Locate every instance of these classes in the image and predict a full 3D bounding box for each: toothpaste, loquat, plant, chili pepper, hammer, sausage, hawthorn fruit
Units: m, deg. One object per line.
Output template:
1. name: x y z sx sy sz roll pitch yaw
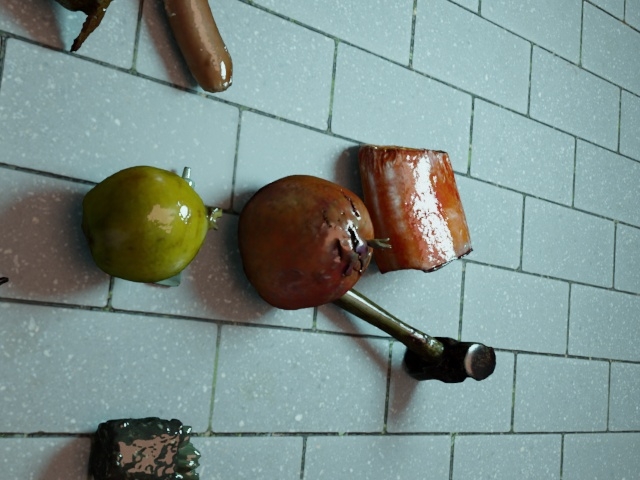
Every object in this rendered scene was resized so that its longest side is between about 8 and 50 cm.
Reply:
1. toothpaste: -0.273 -0.028 1.641 0.060 0.038 0.234 15 80 -38
2. loquat: -0.286 -0.029 1.502 0.246 0.213 0.214 -9 94 -21
3. plant: -0.302 0.378 1.532 0.194 0.129 0.132 15 78 -38
4. chili pepper: 0.221 -0.086 1.965 0.251 0.229 0.306 -12 96 -25
5. hammer: 0.178 0.196 1.942 0.408 0.242 0.095 34 68 -20
6. sausage: -0.264 -0.482 1.638 0.094 0.094 0.419 -21 104 -10
7. hawthorn fruit: 0.000 0.000 1.714 0.276 0.307 0.276 9 79 -55

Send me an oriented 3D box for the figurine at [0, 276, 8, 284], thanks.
1. figurine: -0.624 -0.012 1.247 0.370 0.167 0.281 43 42 -23

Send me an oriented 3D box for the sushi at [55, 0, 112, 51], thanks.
1. sushi: -0.422 -0.492 1.465 0.166 0.179 0.296 -33 107 -20
